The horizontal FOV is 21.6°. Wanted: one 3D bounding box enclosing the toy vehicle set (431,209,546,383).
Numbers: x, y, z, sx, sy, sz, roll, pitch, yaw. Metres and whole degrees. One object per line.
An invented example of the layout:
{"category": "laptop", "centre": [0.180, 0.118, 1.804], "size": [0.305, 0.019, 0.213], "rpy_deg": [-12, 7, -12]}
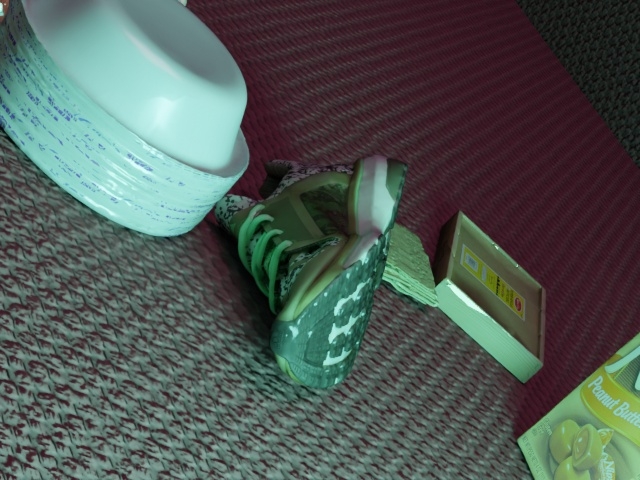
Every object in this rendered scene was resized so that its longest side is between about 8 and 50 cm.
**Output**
{"category": "toy vehicle set", "centre": [0.218, 0.067, 2.156], "size": [0.166, 0.035, 0.267], "rpy_deg": [42, 20, -7]}

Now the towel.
{"category": "towel", "centre": [0.089, 0.016, 2.015], "size": [0.110, 0.027, 0.148], "rpy_deg": [33, 24, -27]}

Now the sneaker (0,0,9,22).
{"category": "sneaker", "centre": [-0.404, -0.259, 1.557], "size": [0.221, 0.087, 0.128], "rpy_deg": [30, 2, -22]}

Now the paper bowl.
{"category": "paper bowl", "centre": [-0.186, -0.153, 1.633], "size": [0.284, 0.148, 0.284], "rpy_deg": [37, 22, -17]}

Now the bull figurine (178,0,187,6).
{"category": "bull figurine", "centre": [-0.224, -0.285, 1.870], "size": [0.310, 0.101, 0.188], "rpy_deg": [4, 45, -46]}

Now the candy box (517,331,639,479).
{"category": "candy box", "centre": [0.373, 0.192, 1.793], "size": [0.087, 0.316, 0.183], "rpy_deg": [32, 23, -33]}

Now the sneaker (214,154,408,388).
{"category": "sneaker", "centre": [-0.029, 0.018, 1.691], "size": [0.182, 0.158, 0.410], "rpy_deg": [13, 22, 5]}
